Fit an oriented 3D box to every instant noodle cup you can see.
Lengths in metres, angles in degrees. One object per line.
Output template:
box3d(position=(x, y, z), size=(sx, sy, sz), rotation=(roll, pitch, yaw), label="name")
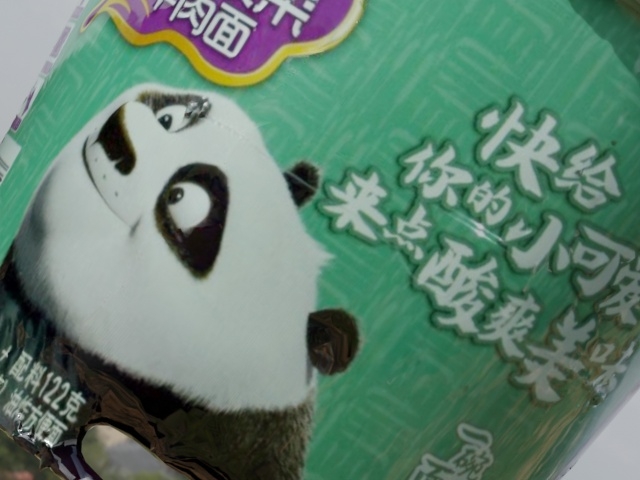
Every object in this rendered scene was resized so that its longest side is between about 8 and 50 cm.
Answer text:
box3d(position=(0.000, 0.000, 0.445), size=(0.251, 0.190, 0.251), rotation=(35, -1, 1), label="instant noodle cup")
